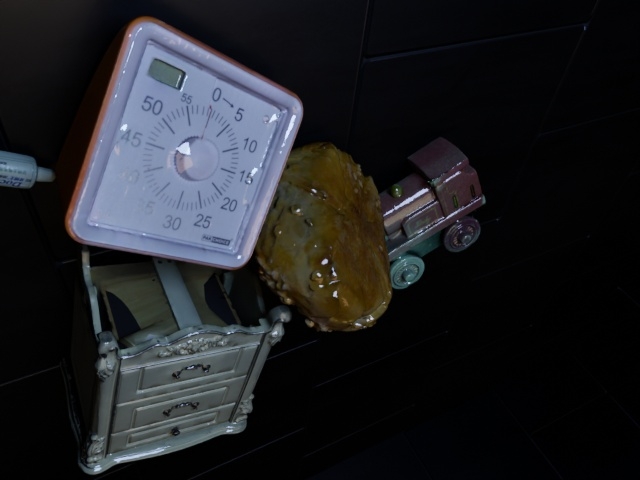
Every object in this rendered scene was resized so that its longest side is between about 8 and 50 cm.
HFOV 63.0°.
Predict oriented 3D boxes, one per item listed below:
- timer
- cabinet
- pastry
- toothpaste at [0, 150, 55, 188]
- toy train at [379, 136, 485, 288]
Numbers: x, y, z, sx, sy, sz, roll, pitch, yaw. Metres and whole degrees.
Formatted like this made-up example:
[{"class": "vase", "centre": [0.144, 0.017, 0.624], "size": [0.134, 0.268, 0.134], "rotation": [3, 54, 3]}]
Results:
[{"class": "timer", "centre": [-0.172, -0.120, 0.665], "size": [0.257, 0.161, 0.250], "rotation": [15, 114, -45]}, {"class": "cabinet", "centre": [-0.250, 0.171, 0.864], "size": [0.289, 0.228, 0.318], "rotation": [-4, 134, -33]}, {"class": "pastry", "centre": [0.000, 0.000, 0.839], "size": [0.161, 0.311, 0.255], "rotation": [-20, 144, 33]}, {"class": "toothpaste", "centre": [-0.414, -0.088, 0.589], "size": [0.218, 0.041, 0.064], "rotation": [4, 124, -49]}, {"class": "toy train", "centre": [0.181, -0.045, 1.037], "size": [0.304, 0.150, 0.222], "rotation": [-33, 133, 0]}]
